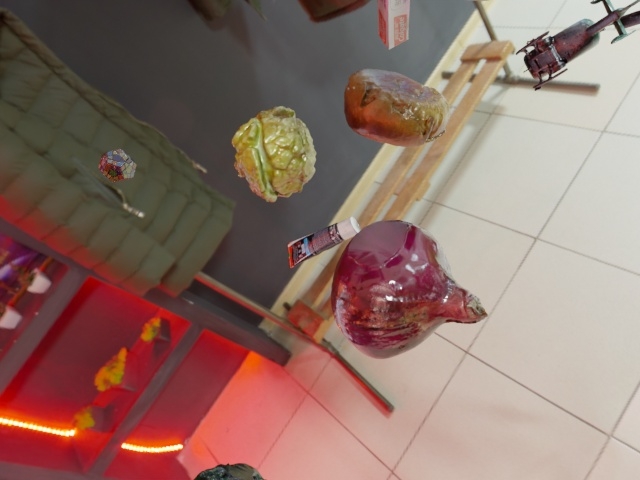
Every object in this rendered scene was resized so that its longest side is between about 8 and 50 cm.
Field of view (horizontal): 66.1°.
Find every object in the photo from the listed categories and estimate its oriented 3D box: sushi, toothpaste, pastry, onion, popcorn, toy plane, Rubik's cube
[{"bbox_3d":[-0.219,0.568,1.076,0.124,0.225,0.127,25,95,30],"label":"sushi"},{"bbox_3d":[0.000,0.000,1.168,0.193,0.045,0.071,-26,54,23],"label":"toothpaste"},{"bbox_3d":[0.230,-0.411,1.512,0.356,0.356,0.163,-122,33,-45],"label":"pastry"},{"bbox_3d":[0.120,0.064,0.678,0.218,0.140,0.195,13,51,40],"label":"onion"},{"bbox_3d":[-0.141,-0.258,1.536,0.282,0.282,0.247,-42,58,9],"label":"popcorn"},{"bbox_3d":[0.554,-0.435,1.060,0.155,0.106,0.382,-31,3,-7],"label":"toy plane"},{"bbox_3d":[0.107,-0.356,0.704,0.047,0.196,0.040,-28,74,0],"label":"toothpaste"},{"bbox_3d":[-0.628,-0.230,1.524,0.093,0.111,0.111,-44,43,-6],"label":"Rubik's cube"}]
